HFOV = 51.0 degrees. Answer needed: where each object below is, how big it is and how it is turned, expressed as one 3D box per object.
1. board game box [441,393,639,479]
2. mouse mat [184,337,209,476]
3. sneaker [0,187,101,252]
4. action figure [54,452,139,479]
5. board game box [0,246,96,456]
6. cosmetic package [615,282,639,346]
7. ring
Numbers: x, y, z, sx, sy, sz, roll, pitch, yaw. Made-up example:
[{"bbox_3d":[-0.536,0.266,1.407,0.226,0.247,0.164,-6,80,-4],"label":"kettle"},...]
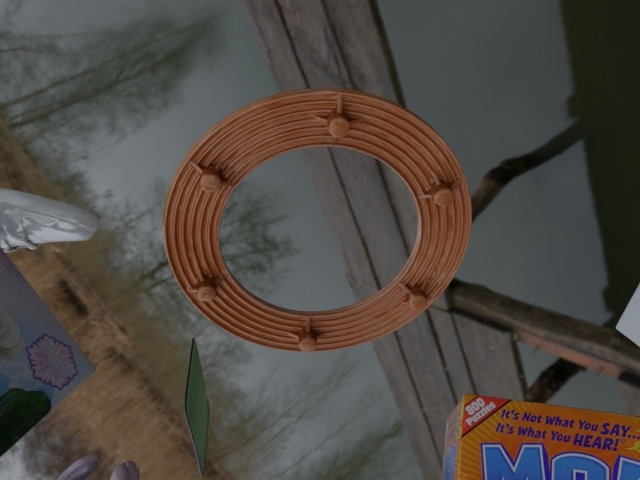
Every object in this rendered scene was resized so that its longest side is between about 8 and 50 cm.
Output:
[{"bbox_3d":[0.396,0.491,1.166,0.357,0.356,0.356,6,159,8],"label":"board game box"},{"bbox_3d":[-0.202,0.275,1.108,0.152,0.007,0.189,-96,3,-53],"label":"mouse mat"},{"bbox_3d":[-0.457,0.013,0.914,0.293,0.169,0.108,7,168,1],"label":"sneaker"},{"bbox_3d":[-0.225,0.156,0.180,0.248,0.275,0.370,3,147,13],"label":"action figure"},{"bbox_3d":[-0.437,0.104,0.706,0.066,0.318,0.318,-31,100,23],"label":"board game box"},{"bbox_3d":[0.419,0.019,0.683,0.107,0.127,0.237,44,137,43],"label":"cosmetic package"},{"bbox_3d":[0.000,0.000,0.726,0.032,0.337,0.336,-101,-7,-56],"label":"ring"}]
